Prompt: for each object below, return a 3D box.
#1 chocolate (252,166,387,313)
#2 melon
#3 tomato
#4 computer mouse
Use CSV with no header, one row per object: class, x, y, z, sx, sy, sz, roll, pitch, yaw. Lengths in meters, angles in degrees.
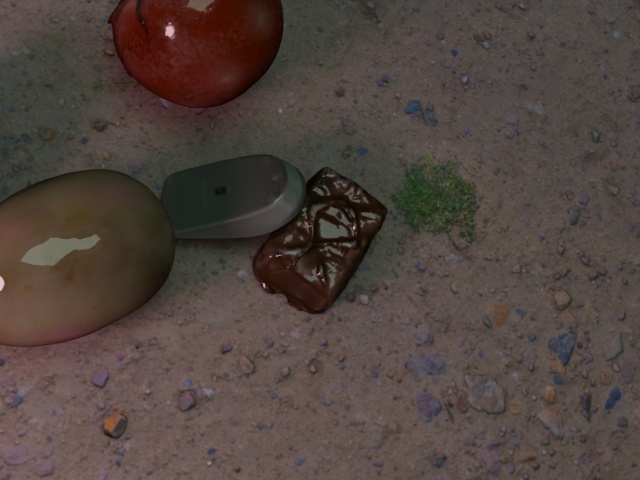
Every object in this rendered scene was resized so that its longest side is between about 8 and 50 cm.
chocolate,0.000,0.000,1.619,0.148,0.093,0.214,33,64,-4
melon,-0.347,0.024,1.417,0.317,0.223,0.223,-27,82,-27
tomato,-0.181,-0.329,1.587,0.265,0.265,0.264,6,69,-17
computer mouse,-0.135,-0.061,1.588,0.231,0.079,0.128,-8,55,7
